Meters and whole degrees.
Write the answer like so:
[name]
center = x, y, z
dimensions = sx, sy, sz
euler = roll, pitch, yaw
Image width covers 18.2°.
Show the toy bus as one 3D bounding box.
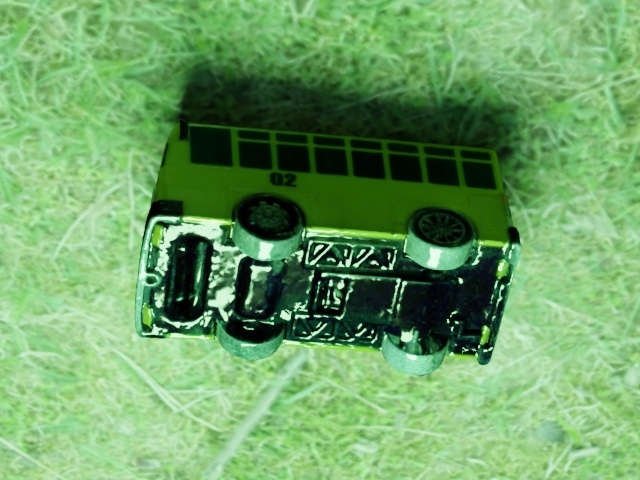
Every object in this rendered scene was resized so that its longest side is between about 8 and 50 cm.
[toy bus]
center = 0.000, 0.000, 1.440
dimensions = 0.262, 0.150, 0.128
euler = 5, 130, -8
